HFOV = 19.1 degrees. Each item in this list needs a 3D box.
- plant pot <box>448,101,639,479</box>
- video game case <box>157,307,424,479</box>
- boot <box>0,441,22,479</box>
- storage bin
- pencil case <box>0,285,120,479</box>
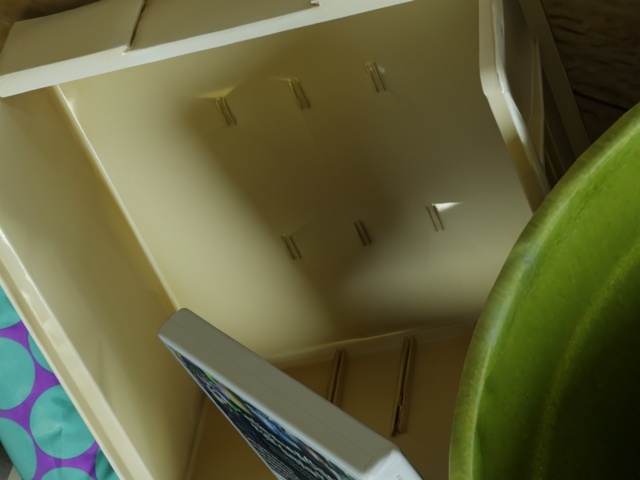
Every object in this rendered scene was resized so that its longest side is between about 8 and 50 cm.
[{"bbox_3d":[0.284,0.135,0.823,0.366,0.366,0.353,-11,155,19],"label":"plant pot"},{"bbox_3d":[0.021,0.118,0.837,0.022,0.190,0.173,-44,122,-12],"label":"video game case"},{"bbox_3d":[-0.069,0.272,1.161,0.284,0.138,0.377,7,123,4],"label":"boot"},{"bbox_3d":[0.000,0.000,0.918,0.262,0.123,0.260,-11,128,19],"label":"storage bin"},{"bbox_3d":[-0.151,0.068,1.008,0.070,0.064,0.151,-28,96,18],"label":"pencil case"}]
